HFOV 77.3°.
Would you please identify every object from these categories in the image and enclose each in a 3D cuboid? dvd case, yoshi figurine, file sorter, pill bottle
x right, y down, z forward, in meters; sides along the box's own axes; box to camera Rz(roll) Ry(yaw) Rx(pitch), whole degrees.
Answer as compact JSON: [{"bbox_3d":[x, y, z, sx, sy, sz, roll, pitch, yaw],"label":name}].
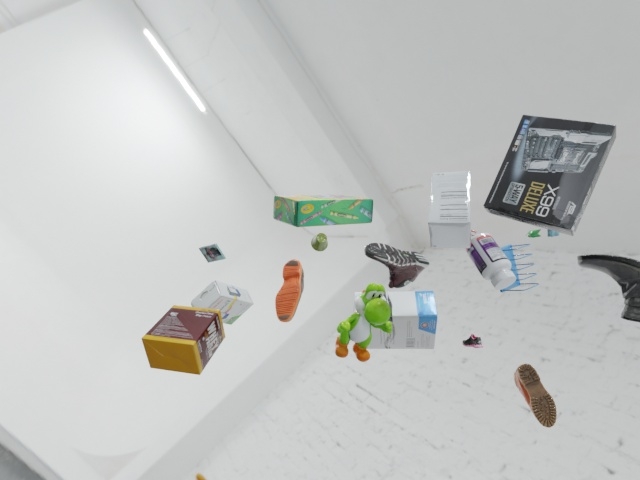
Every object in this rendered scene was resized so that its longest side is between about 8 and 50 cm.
[{"bbox_3d":[-0.511,0.060,1.891,0.119,0.013,0.087,-10,-62,35],"label":"dvd case"},{"bbox_3d":[0.189,0.357,1.681,0.203,0.203,0.362,30,-65,27],"label":"yoshi figurine"},{"bbox_3d":[0.761,0.104,1.556,0.104,0.118,0.170,-14,-91,59],"label":"file sorter"},{"bbox_3d":[0.611,0.076,1.436,0.108,0.108,0.193,78,-6,-52],"label":"pill bottle"}]

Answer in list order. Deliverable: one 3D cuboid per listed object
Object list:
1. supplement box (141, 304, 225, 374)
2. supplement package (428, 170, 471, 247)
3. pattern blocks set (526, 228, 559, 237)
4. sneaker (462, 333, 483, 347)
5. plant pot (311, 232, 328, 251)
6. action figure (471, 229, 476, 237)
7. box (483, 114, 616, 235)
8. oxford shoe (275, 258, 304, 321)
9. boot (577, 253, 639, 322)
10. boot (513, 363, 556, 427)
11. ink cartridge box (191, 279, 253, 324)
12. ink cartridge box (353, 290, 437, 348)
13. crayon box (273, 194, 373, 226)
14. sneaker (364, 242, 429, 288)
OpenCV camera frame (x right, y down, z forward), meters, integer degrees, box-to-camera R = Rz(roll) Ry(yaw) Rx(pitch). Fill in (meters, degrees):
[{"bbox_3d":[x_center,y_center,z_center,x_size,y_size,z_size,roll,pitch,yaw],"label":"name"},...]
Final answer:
[{"bbox_3d":[-0.465,0.338,1.389,0.191,0.194,0.129,3,-63,13],"label":"supplement box"},{"bbox_3d":[0.452,-0.107,1.389,0.134,0.244,0.139,0,-39,20],"label":"supplement package"},{"bbox_3d":[0.796,-0.170,1.447,0.026,0.285,0.325,-174,-92,-65],"label":"pattern blocks set"},{"bbox_3d":[0.654,0.430,1.724,0.119,0.047,0.057,151,-67,-70],"label":"sneaker"},{"bbox_3d":[0.000,0.000,1.911,0.083,0.083,0.079,45,-20,10],"label":"plant pot"},{"bbox_3d":[0.651,-0.047,1.834,0.115,0.030,0.038,25,-56,28],"label":"action figure"},{"bbox_3d":[0.653,-0.193,1.153,0.242,0.307,0.076,24,0,39],"label":"box"},{"bbox_3d":[-0.133,0.268,2.011,0.130,0.364,0.133,-8,-45,19],"label":"oxford shoe"},{"bbox_3d":[1.059,0.168,1.384,0.338,0.118,0.223,11,-84,55],"label":"boot"},{"bbox_3d":[0.566,0.412,1.065,0.084,0.059,0.158,76,0,-64],"label":"boot"},{"bbox_3d":[-0.417,0.269,1.710,0.212,0.154,0.093,33,18,-54],"label":"ink cartridge box"},{"bbox_3d":[0.369,0.403,2.011,0.395,0.166,0.285,-2,-47,8],"label":"ink cartridge box"},{"bbox_3d":[0.009,-0.100,1.281,0.165,0.278,0.081,20,-69,58],"label":"crayon box"},{"bbox_3d":[0.271,0.113,1.536,0.106,0.281,0.162,-110,-141,-55],"label":"sneaker"}]
